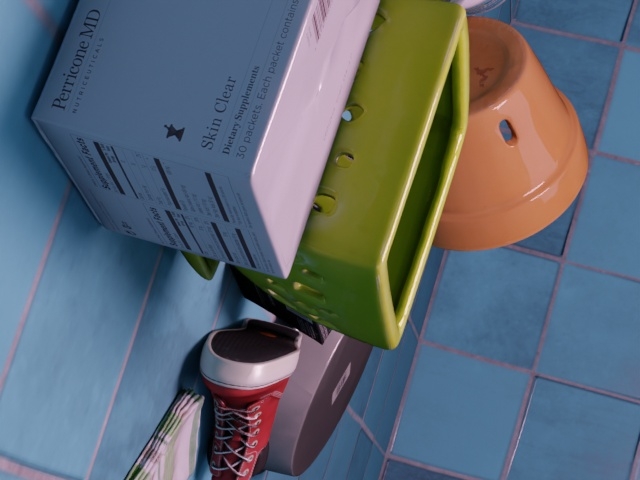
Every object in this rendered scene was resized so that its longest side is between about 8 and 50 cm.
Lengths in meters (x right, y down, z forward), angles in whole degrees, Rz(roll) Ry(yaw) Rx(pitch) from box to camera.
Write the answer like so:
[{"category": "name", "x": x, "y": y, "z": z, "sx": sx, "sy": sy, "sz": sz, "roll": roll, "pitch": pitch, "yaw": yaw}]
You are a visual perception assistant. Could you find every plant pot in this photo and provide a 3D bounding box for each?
[{"category": "plant pot", "x": 0.198, "y": -0.161, "z": 2.033, "sx": 0.203, "sy": 0.291, "sz": 0.291, "roll": 67, "pitch": 36, "yaw": -45}, {"category": "plant pot", "x": -0.009, "y": -0.066, "z": 1.218, "sx": 0.227, "sy": 0.207, "sz": 0.228, "roll": 76, "pitch": 30, "yaw": -69}]

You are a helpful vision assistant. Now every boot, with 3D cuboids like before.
[{"category": "boot", "x": -0.081, "y": 0.178, "z": 1.517, "sx": 0.244, "sy": 0.088, "sz": 0.176, "roll": -9, "pitch": 115, "yaw": -82}]

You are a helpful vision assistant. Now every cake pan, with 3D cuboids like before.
[{"category": "cake pan", "x": 0.001, "y": 0.164, "z": 1.864, "sx": 0.293, "sy": 0.054, "sz": 0.293, "roll": -60, "pitch": 166, "yaw": -25}]

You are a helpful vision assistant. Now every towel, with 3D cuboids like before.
[{"category": "towel", "x": -0.146, "y": 0.221, "z": 1.399, "sx": 0.152, "sy": 0.023, "sz": 0.113, "roll": -60, "pitch": 161, "yaw": -53}]

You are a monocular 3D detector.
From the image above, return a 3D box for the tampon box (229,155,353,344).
[{"category": "tampon box", "x": 0.000, "y": 0.000, "z": 1.524, "sx": 0.161, "sy": 0.101, "sz": 0.120, "roll": -56, "pitch": 164, "yaw": -13}]

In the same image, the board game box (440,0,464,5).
[{"category": "board game box", "x": 0.167, "y": -0.348, "z": 1.482, "sx": 0.390, "sy": 0.050, "sz": 0.390, "roll": -62, "pitch": -175, "yaw": -30}]

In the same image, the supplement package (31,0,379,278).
[{"category": "supplement package", "x": -0.060, "y": -0.140, "z": 1.024, "sx": 0.204, "sy": 0.145, "sz": 0.262, "roll": 74, "pitch": 32, "yaw": -70}]

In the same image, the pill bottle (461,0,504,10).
[{"category": "pill bottle", "x": 0.171, "y": -0.357, "z": 1.894, "sx": 0.264, "sy": 0.146, "sz": 0.146, "roll": -28, "pitch": 132, "yaw": -75}]
